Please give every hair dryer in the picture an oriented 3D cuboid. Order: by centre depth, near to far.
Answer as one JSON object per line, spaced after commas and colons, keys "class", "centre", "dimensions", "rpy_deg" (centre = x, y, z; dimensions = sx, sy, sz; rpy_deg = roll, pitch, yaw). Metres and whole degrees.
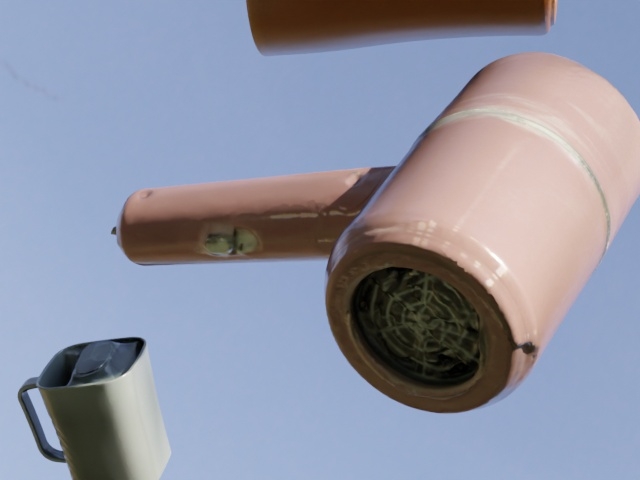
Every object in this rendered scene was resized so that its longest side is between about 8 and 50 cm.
{"class": "hair dryer", "centre": [0.000, 0.000, 0.888], "dimensions": [0.352, 0.210, 0.125], "rpy_deg": [-4, -61, 33]}

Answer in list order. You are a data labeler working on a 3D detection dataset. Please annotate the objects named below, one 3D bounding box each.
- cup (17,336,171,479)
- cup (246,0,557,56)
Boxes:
{"class": "cup", "centre": [-0.217, 0.166, 1.395], "dimensions": [0.128, 0.095, 0.129], "rpy_deg": [-8, -70, 12]}
{"class": "cup", "centre": [0.057, -0.245, 1.170], "dimensions": [0.263, 0.182, 0.226], "rpy_deg": [3, -22, 10]}
